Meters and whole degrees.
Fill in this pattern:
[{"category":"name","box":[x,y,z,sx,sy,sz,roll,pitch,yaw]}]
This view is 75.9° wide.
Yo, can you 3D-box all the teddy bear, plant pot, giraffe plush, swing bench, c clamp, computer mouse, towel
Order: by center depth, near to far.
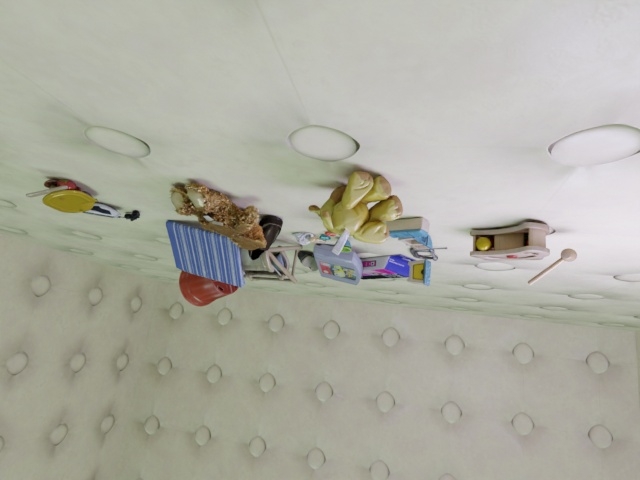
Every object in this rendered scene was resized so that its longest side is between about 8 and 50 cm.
[{"category":"giraffe plush","box":[0.068,-0.070,1.008,0.181,0.210,0.170,49,173,-23]},{"category":"teddy bear","box":[-0.300,-0.087,1.267,0.337,0.113,0.245,25,152,-29]},{"category":"computer mouse","box":[-0.777,-0.109,1.519,0.192,0.042,0.106,11,171,-36]},{"category":"c clamp","box":[0.409,0.053,1.557,0.137,0.022,0.161,3,164,17]},{"category":"towel","box":[-0.455,0.052,1.628,0.335,0.040,0.244,13,127,19]},{"category":"swing bench","box":[-0.252,0.067,1.673,0.253,0.166,0.254,-1,163,32]},{"category":"plant pot","box":[-0.607,0.222,2.319,0.264,0.273,0.272,-16,154,39]}]

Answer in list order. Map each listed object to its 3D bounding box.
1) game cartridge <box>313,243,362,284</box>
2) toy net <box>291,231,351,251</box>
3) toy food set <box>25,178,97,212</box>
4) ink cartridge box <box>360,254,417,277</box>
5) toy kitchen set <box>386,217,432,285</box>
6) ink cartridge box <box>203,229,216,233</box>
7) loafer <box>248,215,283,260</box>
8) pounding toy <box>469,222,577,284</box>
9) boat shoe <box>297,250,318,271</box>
[{"category":"game cartridge","box":[0.083,0.110,1.757,0.195,0.060,0.294,9,156,13]},{"category":"toy net","box":[0.000,0.000,1.520,0.231,0.045,0.122,5,166,11]},{"category":"toy food set","box":[-0.819,-0.156,1.322,0.128,0.071,0.218,-16,168,-2]},{"category":"ink cartridge box","box":[0.268,0.124,1.836,0.175,0.069,0.370,19,159,-37]},{"category":"toy kitchen set","box":[0.301,0.042,1.278,0.122,0.166,0.207,-4,162,39]},{"category":"ink cartridge box","box":[-0.475,-0.005,1.735,0.088,0.052,0.122,5,167,7]},{"category":"loafer","box":[-0.191,-0.001,1.430,0.080,0.079,0.220,15,138,-22]},{"category":"pounding toy","box":[0.563,0.041,1.159,0.269,0.155,0.154,-3,167,35]},{"category":"boat shoe","box":[-0.046,0.090,1.902,0.065,0.075,0.206,47,-173,24]}]
